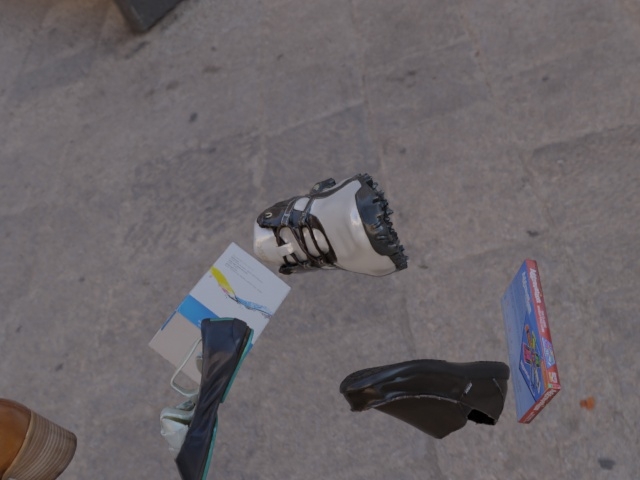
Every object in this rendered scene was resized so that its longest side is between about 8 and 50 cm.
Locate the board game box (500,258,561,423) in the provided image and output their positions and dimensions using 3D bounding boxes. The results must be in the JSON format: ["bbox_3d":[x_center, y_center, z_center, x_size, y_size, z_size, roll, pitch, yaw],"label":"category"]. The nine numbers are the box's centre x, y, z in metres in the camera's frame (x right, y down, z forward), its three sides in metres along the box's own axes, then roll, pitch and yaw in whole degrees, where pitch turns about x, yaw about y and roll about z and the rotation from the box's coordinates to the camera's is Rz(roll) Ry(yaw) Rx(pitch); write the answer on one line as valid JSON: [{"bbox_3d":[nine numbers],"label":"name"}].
[{"bbox_3d":[0.399,0.190,1.313,0.027,0.145,0.281,7,50,-4],"label":"board game box"}]

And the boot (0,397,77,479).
[{"bbox_3d":[-0.330,0.204,0.585,0.197,0.152,0.073,-49,36,4],"label":"boot"}]

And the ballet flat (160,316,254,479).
[{"bbox_3d":[-0.133,0.175,0.737,0.074,0.074,0.203,23,97,37],"label":"ballet flat"}]

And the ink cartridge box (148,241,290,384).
[{"bbox_3d":[-0.208,0.159,1.441,0.171,0.168,0.233,-47,7,45],"label":"ink cartridge box"}]

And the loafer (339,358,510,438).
[{"bbox_3d":[0.120,0.166,0.707,0.080,0.219,0.079,-26,64,54],"label":"loafer"}]

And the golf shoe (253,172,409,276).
[{"bbox_3d":[0.000,0.000,0.507,0.093,0.077,0.198,-23,6,-10],"label":"golf shoe"}]
